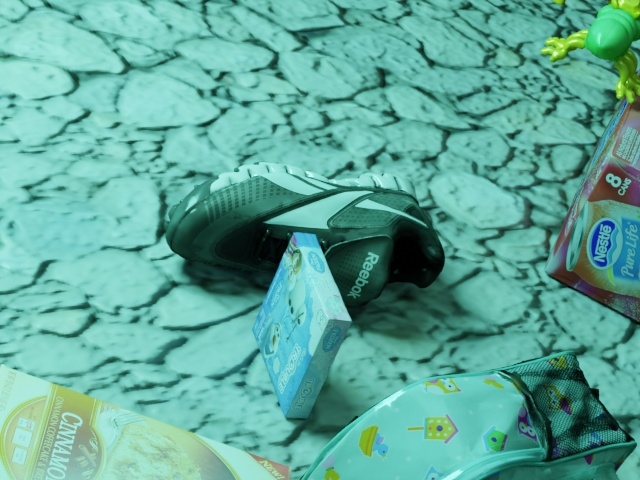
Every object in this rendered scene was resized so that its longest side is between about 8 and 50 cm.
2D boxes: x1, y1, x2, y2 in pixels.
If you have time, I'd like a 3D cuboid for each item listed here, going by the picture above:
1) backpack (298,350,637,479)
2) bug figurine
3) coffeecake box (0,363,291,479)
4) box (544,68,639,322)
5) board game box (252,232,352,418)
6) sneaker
[{"bbox_3d":[0.084,0.157,1.148,0.188,0.166,0.144,6,46,-41],"label":"backpack"},{"bbox_3d":[0.315,-0.167,1.618,0.279,0.072,0.216,28,33,8],"label":"bug figurine"},{"bbox_3d":[-0.115,0.160,1.088,0.185,0.068,0.142,21,23,-9],"label":"coffeecake box"},{"bbox_3d":[0.291,-0.050,1.623,0.122,0.128,0.257,28,33,3],"label":"box"},{"bbox_3d":[-0.014,0.057,1.297,0.020,0.090,0.090,5,37,-26],"label":"board game box"},{"bbox_3d":[0.000,0.000,1.399,0.234,0.078,0.106,-1,39,-38],"label":"sneaker"}]
